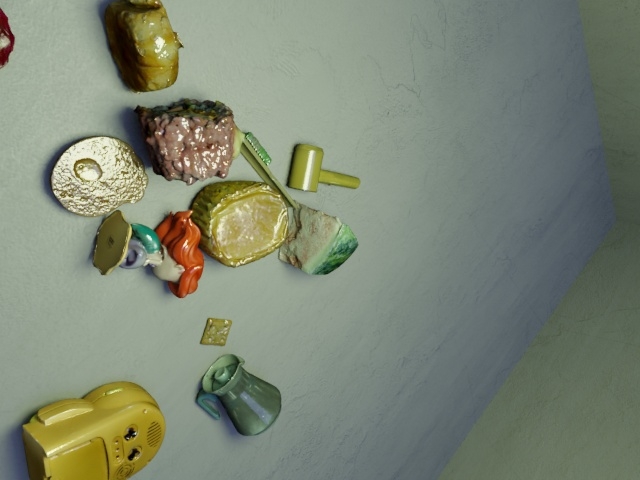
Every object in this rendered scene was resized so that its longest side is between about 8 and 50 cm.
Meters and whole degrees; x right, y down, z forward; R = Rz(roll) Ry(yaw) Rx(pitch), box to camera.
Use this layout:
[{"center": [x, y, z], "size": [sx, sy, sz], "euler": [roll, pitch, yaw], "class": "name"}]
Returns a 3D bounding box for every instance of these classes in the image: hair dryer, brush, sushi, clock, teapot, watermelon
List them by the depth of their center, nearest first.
[{"center": [-0.294, -0.233, 1.137], "size": [0.237, 0.270, 0.170], "euler": [-11, 114, -21], "class": "sushi"}, {"center": [-0.548, 0.502, 1.222], "size": [0.317, 0.200, 0.244], "euler": [-13, 114, -43], "class": "clock"}, {"center": [-0.150, -0.198, 1.398], "size": [0.048, 0.054, 0.282], "euler": [-54, 128, -23], "class": "brush"}, {"center": [-0.249, 0.469, 1.464], "size": [0.203, 0.171, 0.225], "euler": [-31, 118, 9], "class": "teapot"}, {"center": [0.000, 0.000, 1.489], "size": [0.232, 0.310, 0.193], "euler": [17, 93, -2], "class": "watermelon"}, {"center": [0.024, -0.210, 1.519], "size": [0.279, 0.090, 0.135], "euler": [5, 98, -45], "class": "hair dryer"}]

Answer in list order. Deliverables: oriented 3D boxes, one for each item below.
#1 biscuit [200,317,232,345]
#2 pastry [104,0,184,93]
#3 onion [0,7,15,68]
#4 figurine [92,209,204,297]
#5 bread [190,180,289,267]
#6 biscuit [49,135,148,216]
[{"center": [-0.306, 0.271, 1.438], "size": [0.081, 0.018, 0.083], "euler": [17, 93, -40], "class": "biscuit"}, {"center": [-0.390, -0.427, 1.065], "size": [0.100, 0.218, 0.229], "euler": [-30, 156, -30], "class": "pastry"}, {"center": [-0.627, -0.397, 0.889], "size": [0.135, 0.198, 0.173], "euler": [-51, 131, -54], "class": "onion"}, {"center": [-0.393, 0.024, 1.204], "size": [0.257, 0.181, 0.208], "euler": [20, 62, -46], "class": "figurine"}, {"center": [-0.221, -0.049, 1.333], "size": [0.253, 0.142, 0.227], "euler": [-17, 114, -30], "class": "bread"}, {"center": [-0.515, -0.150, 1.131], "size": [0.208, 0.049, 0.181], "euler": [-31, 120, -27], "class": "biscuit"}]
